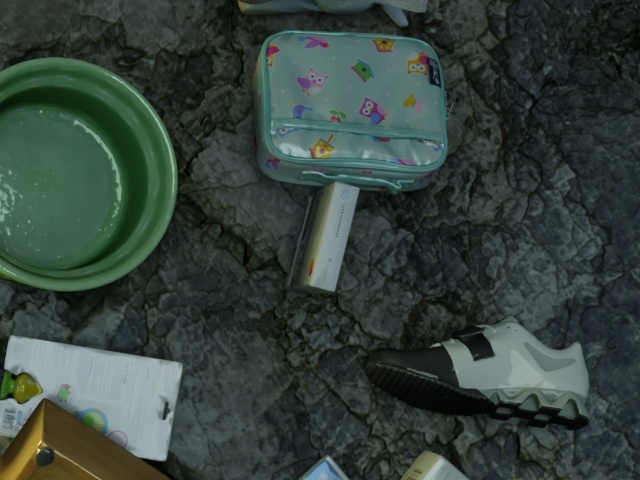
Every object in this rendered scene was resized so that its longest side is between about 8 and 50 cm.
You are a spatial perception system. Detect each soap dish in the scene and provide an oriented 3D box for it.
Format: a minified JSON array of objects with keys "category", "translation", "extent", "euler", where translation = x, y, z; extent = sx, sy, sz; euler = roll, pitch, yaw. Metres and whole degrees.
[{"category":"soap dish","translation":[-0.311,0.383,1.744],"extent":[0.291,0.118,0.229],"euler":[35,97,-9]}]

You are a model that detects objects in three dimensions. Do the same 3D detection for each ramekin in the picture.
[{"category":"ramekin","translation":[-0.355,-0.077,1.747],"extent":[0.303,0.148,0.303],"euler":[4,81,-24]}]

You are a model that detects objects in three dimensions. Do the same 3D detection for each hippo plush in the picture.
[{"category":"hippo plush","translation":[0.008,-0.442,1.829],"extent":[0.294,0.234,0.237],"euler":[2,87,-11]}]

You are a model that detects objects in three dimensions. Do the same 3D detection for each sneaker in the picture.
[{"category":"sneaker","translation":[0.227,0.175,1.904],"extent":[0.330,0.122,0.146],"euler":[11,66,-9]}]

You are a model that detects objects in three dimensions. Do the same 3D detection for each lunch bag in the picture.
[{"category":"lunch bag","translation":[0.047,-0.177,1.853],"extent":[0.279,0.108,0.224],"euler":[3,65,-11]}]

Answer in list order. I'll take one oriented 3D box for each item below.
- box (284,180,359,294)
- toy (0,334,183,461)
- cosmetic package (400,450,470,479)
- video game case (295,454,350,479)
[{"category":"box","translation":[0.000,0.000,1.822],"extent":[0.038,0.186,0.145],"euler":[15,83,-10]},{"category":"toy","translation":[-0.318,0.215,1.811],"extent":[0.237,0.056,0.137],"euler":[10,87,-10]},{"category":"cosmetic package","translation":[0.210,0.418,1.890],"extent":[0.231,0.085,0.117],"euler":[43,80,-8]},{"category":"video game case","translation":[0.004,0.446,1.876],"extent":[0.193,0.023,0.212],"euler":[-40,94,-11]}]
